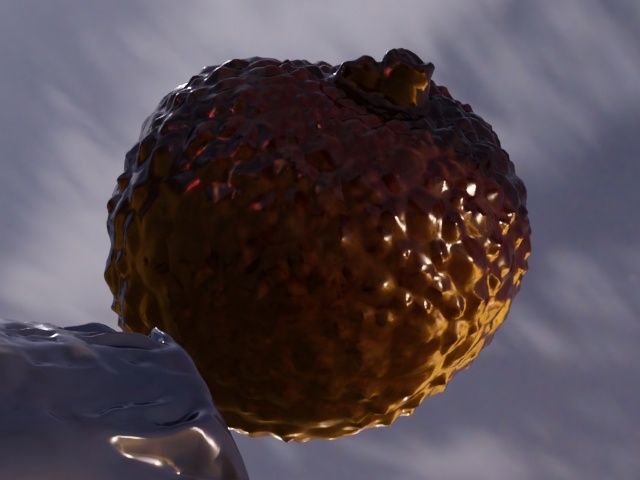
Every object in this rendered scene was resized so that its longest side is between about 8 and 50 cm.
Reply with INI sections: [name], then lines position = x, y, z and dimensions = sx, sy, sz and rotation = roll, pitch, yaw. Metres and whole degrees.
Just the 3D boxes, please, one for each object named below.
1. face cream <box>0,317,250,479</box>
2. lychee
[face cream]
position = -0.160, 0.145, 0.584
dimensions = 0.225, 0.249, 0.249
rotation = 7, -17, -32
[lychee]
position = 0.000, 0.000, 1.068
dimensions = 0.261, 0.260, 0.260
rotation = 19, -29, 11
